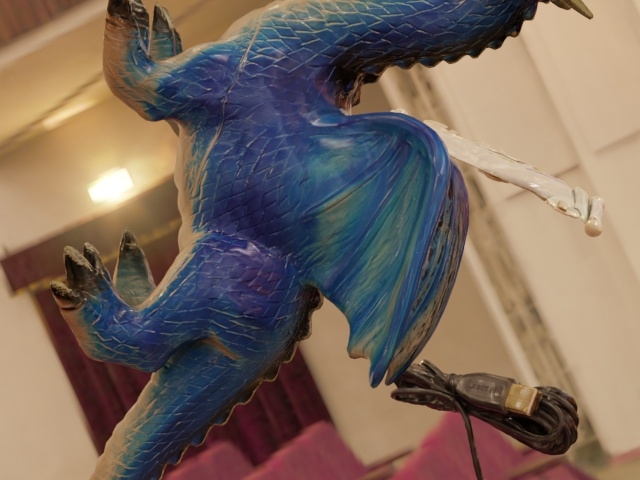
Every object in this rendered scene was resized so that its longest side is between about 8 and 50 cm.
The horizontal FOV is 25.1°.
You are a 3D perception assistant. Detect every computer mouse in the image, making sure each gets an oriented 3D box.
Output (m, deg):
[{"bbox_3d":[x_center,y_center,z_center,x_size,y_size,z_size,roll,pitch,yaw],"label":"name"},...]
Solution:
[{"bbox_3d":[0.095,0.154,0.724,0.106,0.193,0.042,0,14,44],"label":"computer mouse"}]

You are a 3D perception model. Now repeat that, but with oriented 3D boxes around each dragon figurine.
[{"bbox_3d":[0.000,0.000,0.458,0.144,0.289,0.085,10,-3,8],"label":"dragon figurine"}]

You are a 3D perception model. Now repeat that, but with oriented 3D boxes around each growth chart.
[{"bbox_3d":[0.158,-0.069,1.325,0.021,0.237,0.172,-68,-13,14],"label":"growth chart"}]
